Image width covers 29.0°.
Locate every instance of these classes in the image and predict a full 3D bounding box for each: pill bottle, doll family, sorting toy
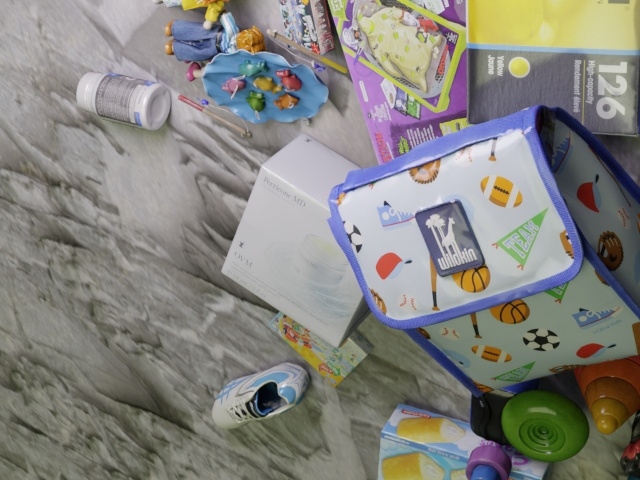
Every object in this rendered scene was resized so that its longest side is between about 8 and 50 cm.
[{"bbox_3d":[-0.316,-0.225,1.975,0.137,0.078,0.078,15,123,23],"label":"pill bottle"},{"bbox_3d":[-0.156,-0.320,1.797,0.163,0.118,0.263,5,119,29],"label":"doll family"},{"bbox_3d":[0.322,0.283,1.734,0.127,0.126,0.365,39,128,-7],"label":"sorting toy"}]

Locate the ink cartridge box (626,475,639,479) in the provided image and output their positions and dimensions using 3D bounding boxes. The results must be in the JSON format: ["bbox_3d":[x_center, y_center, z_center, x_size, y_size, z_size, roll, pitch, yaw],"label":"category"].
[{"bbox_3d":[0.571,0.414,1.726,0.270,0.197,0.198,-33,97,39],"label":"ink cartridge box"}]

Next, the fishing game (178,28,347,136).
[{"bbox_3d":[-0.083,-0.214,1.804,0.189,0.041,0.264,26,149,-32],"label":"fishing game"}]

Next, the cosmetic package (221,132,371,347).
[{"bbox_3d":[0.000,0.000,1.876,0.224,0.138,0.224,32,127,11],"label":"cosmetic package"}]

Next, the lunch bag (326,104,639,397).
[{"bbox_3d":[0.239,0.012,1.599,0.328,0.239,0.385,-19,131,35],"label":"lunch bag"}]

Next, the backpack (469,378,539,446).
[{"bbox_3d":[0.282,0.245,1.868,0.098,0.101,0.120,18,128,24],"label":"backpack"}]

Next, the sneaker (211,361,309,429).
[{"bbox_3d":[-0.117,0.279,2.139,0.237,0.086,0.085,-31,100,40],"label":"sneaker"}]

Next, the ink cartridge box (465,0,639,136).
[{"bbox_3d":[0.332,-0.281,1.520,0.307,0.072,0.303,6,114,22],"label":"ink cartridge box"}]

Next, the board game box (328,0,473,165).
[{"bbox_3d":[0.143,-0.225,1.703,0.208,0.056,0.347,-10,106,30],"label":"board game box"}]

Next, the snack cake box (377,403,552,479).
[{"bbox_3d":[0.228,0.376,1.972,0.264,0.089,0.152,13,120,19],"label":"snack cake box"}]

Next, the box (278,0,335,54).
[{"bbox_3d":[-0.027,-0.335,1.744,0.094,0.027,0.137,23,132,55],"label":"box"}]

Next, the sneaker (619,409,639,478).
[{"bbox_3d":[0.527,0.246,1.689,0.098,0.135,0.276,28,148,-23],"label":"sneaker"}]

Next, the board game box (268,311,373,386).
[{"bbox_3d":[0.000,0.157,2.036,0.154,0.026,0.103,43,129,3],"label":"board game box"}]
